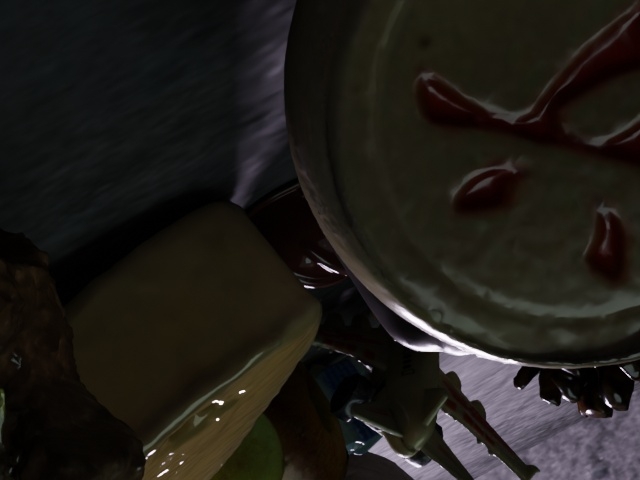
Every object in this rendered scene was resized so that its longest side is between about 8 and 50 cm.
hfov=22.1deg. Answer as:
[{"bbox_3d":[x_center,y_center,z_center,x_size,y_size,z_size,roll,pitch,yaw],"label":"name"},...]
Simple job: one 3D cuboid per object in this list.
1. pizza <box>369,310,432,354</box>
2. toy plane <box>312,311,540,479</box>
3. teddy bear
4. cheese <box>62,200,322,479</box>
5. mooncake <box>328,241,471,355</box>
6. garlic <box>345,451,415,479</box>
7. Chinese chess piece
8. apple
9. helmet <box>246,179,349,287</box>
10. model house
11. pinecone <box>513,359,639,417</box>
[{"bbox_3d":[0.125,0.020,1.326,0.246,0.058,0.127,-29,140,-34],"label":"pizza"},{"bbox_3d":[0.069,0.115,1.350,0.104,0.242,0.256,-57,-169,9],"label":"toy plane"},{"bbox_3d":[-0.197,0.102,0.728,0.246,0.222,0.296,-5,-178,13],"label":"teddy bear"},{"bbox_3d":[-0.185,0.159,1.031,0.384,0.104,0.384,-40,171,-8],"label":"cheese"},{"bbox_3d":[0.122,-0.039,0.900,0.245,0.133,0.245,-30,-162,10],"label":"mooncake"},{"bbox_3d":[-0.021,0.366,1.788,0.317,0.259,0.317,-47,-172,9],"label":"garlic"},{"bbox_3d":[0.107,-0.068,0.711,0.250,0.249,0.103,-31,-159,2],"label":"Chinese chess piece"},{"bbox_3d":[-0.059,0.171,1.329,0.147,0.146,0.163,-27,167,6],"label":"apple"},{"bbox_3d":[0.000,0.000,1.062,0.089,0.057,0.111,-42,160,31],"label":"helmet"},{"bbox_3d":[0.009,0.168,1.516,0.149,0.119,0.148,-34,166,-13],"label":"model house"},{"bbox_3d":[0.302,0.048,1.477,0.309,0.244,0.244,-20,169,23],"label":"pinecone"}]
